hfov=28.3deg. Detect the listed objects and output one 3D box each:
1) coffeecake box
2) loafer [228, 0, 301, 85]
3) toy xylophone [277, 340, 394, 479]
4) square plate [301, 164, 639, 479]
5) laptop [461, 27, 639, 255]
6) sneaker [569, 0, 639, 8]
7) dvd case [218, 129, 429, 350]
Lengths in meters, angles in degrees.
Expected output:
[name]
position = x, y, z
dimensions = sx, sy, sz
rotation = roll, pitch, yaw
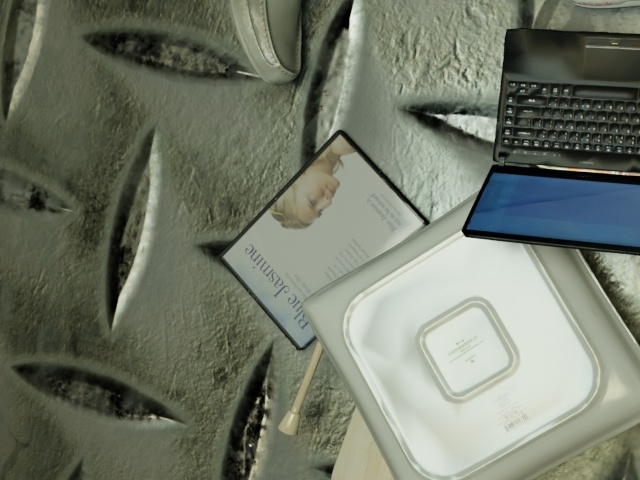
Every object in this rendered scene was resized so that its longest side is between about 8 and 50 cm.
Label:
[coffeecake box]
position = 0.378, -0.131, 1.560
dimensions = 0.142, 0.068, 0.185
rotation = 36, 101, 18
[loafer]
position = -0.062, -0.369, 1.706
dimensions = 0.111, 0.112, 0.319
rotation = -11, 85, 29
[toy xylophone]
position = 0.090, 0.206, 1.658
dimensions = 0.236, 0.081, 0.322
rotation = 30, 100, 18
[square plate]
position = 0.187, 0.133, 1.551
dimensions = 0.347, 0.049, 0.344
rotation = -33, 73, 14
[laptop]
position = 0.303, -0.122, 1.478
dimensions = 0.234, 0.136, 0.264
rotation = 7, 91, 21
[sneaker]
position = 0.383, -0.358, 1.468
dimensions = 0.295, 0.178, 0.124
rotation = -2, 72, 35
[dvd case]
position = 0.000, 0.000, 1.726
dimensions = 0.253, 0.022, 0.180
rotation = -46, 75, 15
